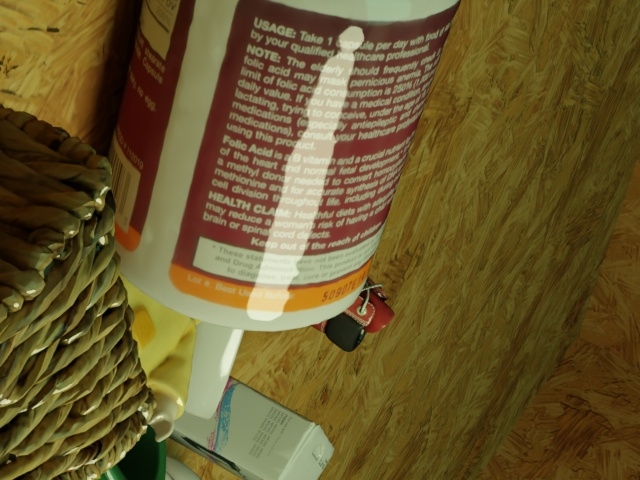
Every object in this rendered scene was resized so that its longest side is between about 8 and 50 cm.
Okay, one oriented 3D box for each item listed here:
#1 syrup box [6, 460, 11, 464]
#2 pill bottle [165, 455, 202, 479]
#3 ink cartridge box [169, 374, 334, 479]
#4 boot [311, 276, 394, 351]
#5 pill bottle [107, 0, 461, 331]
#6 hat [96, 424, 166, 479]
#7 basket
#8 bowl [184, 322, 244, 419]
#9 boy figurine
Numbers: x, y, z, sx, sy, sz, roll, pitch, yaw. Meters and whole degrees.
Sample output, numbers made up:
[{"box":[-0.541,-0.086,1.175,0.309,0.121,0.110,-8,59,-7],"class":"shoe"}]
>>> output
[{"box":[-0.266,0.239,1.392,0.093,0.096,0.236,-29,144,-57],"class":"syrup box"},{"box":[-0.160,0.283,1.692,0.136,0.136,0.245,-58,162,-13],"class":"pill bottle"},{"box":[-0.086,0.178,1.681,0.072,0.175,0.127,-59,162,-13],"class":"ink cartridge box"},{"box":[0.000,0.000,1.660,0.088,0.176,0.244,-48,157,-34],"class":"boot"},{"box":[-0.023,-0.149,1.290,0.224,0.224,0.392,-38,151,-54],"class":"pill bottle"},{"box":[-0.244,0.173,1.479,0.173,0.184,0.208,52,26,-58],"class":"hat"},{"box":[-0.250,0.037,0.787,0.213,0.299,0.223,-54,162,-28],"class":"basket"},{"box":[-0.116,0.072,1.562,0.142,0.053,0.142,-120,-134,-58],"class":"bowl"},{"box":[-0.148,0.070,1.386,0.092,0.177,0.285,-21,-174,35],"class":"boy figurine"}]
